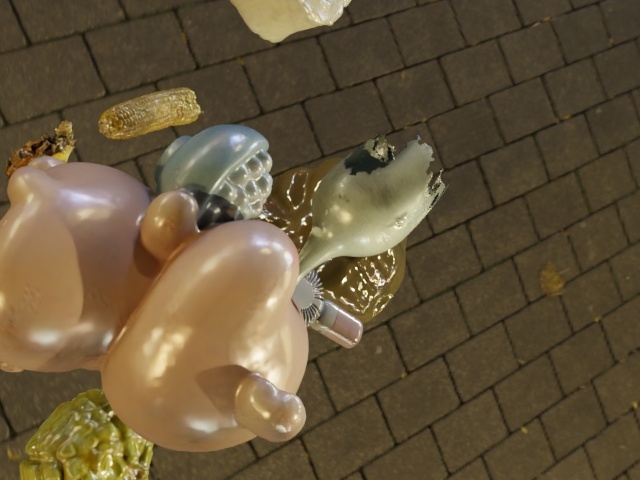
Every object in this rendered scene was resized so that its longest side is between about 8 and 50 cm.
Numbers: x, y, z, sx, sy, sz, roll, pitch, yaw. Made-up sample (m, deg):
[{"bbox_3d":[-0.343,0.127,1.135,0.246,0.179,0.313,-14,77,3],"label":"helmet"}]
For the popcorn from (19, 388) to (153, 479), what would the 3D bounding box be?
[{"bbox_3d":[-0.472,0.428,1.465,0.258,0.270,0.224,-24,113,-1],"label":"popcorn"}]

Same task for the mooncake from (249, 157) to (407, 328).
[{"bbox_3d":[0.000,0.000,1.593,0.378,0.379,0.201,-63,146,-17],"label":"mooncake"}]

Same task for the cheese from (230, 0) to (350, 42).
[{"bbox_3d":[-0.058,-0.539,1.304,0.292,0.153,0.332,-36,117,-52],"label":"cheese"}]

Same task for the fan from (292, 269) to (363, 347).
[{"bbox_3d":[-0.015,0.131,1.363,0.244,0.074,0.130,36,58,-29],"label":"fan"}]

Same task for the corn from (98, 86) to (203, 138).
[{"bbox_3d":[-0.428,-0.324,1.837,0.313,0.102,0.101,-30,97,-52],"label":"corn"}]

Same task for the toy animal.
[{"bbox_3d":[-0.125,0.044,0.519,0.221,0.210,0.229,-11,99,-9],"label":"toy animal"}]

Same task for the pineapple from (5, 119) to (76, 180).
[{"bbox_3d":[-0.383,-0.120,1.025,0.114,0.114,0.077,-40,114,14],"label":"pineapple"}]

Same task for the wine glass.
[{"bbox_3d":[0.021,-0.006,0.939,0.321,0.143,0.143,-46,103,-13],"label":"wine glass"}]
